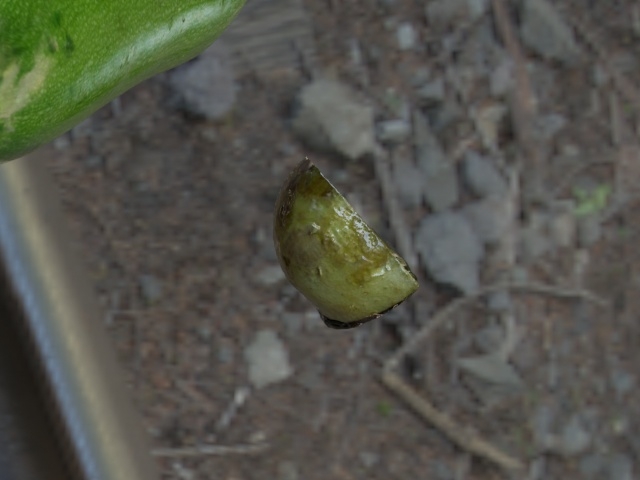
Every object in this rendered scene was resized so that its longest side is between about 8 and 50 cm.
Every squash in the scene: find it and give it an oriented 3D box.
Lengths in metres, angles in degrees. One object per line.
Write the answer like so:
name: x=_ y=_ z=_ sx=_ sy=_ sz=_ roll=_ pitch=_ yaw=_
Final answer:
squash: x=-0.117 y=-0.119 z=0.981 sx=0.395 sy=0.107 sz=0.107 roll=-46 pitch=122 yaw=-64

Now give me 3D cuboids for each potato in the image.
potato: x=0.000 y=0.000 z=1.246 sx=0.066 sy=0.096 sz=0.103 roll=-42 pitch=116 yaw=-2
